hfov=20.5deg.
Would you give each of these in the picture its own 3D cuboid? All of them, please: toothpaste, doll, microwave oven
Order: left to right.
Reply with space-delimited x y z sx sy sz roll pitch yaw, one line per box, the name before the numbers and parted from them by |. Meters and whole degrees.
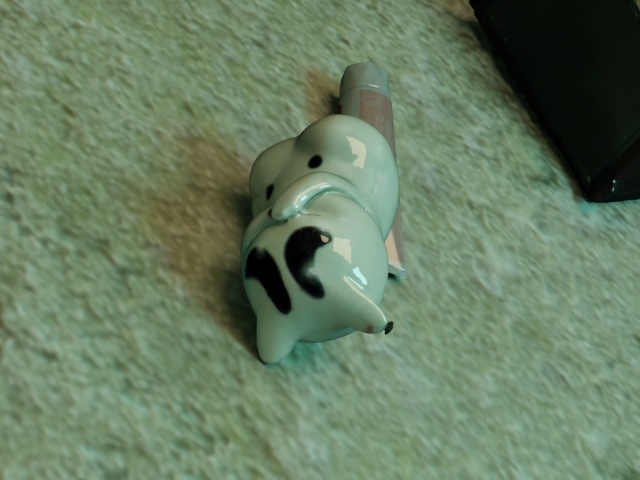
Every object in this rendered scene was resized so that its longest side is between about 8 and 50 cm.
doll | -0.001 -0.006 1.231 0.107 0.110 0.180 51 29 -25
toothpaste | 0.037 -0.056 1.379 0.067 0.043 0.194 21 47 -23
microwave oven | 0.280 -0.173 1.596 0.178 0.188 0.247 -8 61 -39
